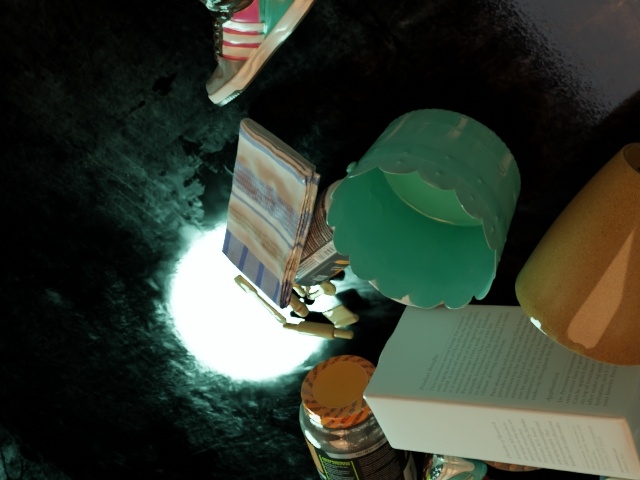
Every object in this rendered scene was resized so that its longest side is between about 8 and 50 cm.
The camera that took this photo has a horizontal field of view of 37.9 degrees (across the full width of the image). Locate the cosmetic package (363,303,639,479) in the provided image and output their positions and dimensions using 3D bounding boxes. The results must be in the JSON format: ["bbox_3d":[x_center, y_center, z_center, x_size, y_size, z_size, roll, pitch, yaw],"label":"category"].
[{"bbox_3d":[0.330,0.244,1.585,0.453,0.230,0.161,0,132,34],"label":"cosmetic package"}]

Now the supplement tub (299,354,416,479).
[{"bbox_3d":[0.077,0.410,1.944,0.207,0.207,0.338,8,136,27],"label":"supplement tub"}]

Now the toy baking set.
[{"bbox_3d":[-0.044,0.119,1.861,0.256,0.030,0.197,1,129,32],"label":"toy baking set"}]

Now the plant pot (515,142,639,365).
[{"bbox_3d":[0.424,0.000,1.295,0.237,0.237,0.254,22,126,12],"label":"plant pot"}]

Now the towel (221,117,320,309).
[{"bbox_3d":[-0.095,-0.045,1.590,0.209,0.034,0.285,41,131,36],"label":"towel"}]

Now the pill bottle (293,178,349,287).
[{"bbox_3d":[0.000,0.000,1.622,0.130,0.130,0.245,40,141,-10],"label":"pill bottle"}]

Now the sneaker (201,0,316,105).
[{"bbox_3d":[-0.135,-0.334,1.358,0.178,0.124,0.295,36,134,-13],"label":"sneaker"}]

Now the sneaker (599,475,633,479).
[{"bbox_3d":[0.662,0.525,1.748,0.321,0.127,0.126,29,140,2],"label":"sneaker"}]

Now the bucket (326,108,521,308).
[{"bbox_3d":[0.163,-0.051,1.418,0.281,0.183,0.281,18,139,17],"label":"bucket"}]

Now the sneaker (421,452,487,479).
[{"bbox_3d":[0.270,0.474,1.920,0.110,0.107,0.275,11,166,-1],"label":"sneaker"}]

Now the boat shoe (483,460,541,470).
[{"bbox_3d":[0.319,0.353,1.803,0.324,0.116,0.123,18,127,-13],"label":"boat shoe"}]

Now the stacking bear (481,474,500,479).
[{"bbox_3d":[0.422,0.607,1.970,0.289,0.164,0.175,25,105,-7],"label":"stacking bear"}]

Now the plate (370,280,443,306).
[{"bbox_3d":[0.155,0.045,1.652,0.188,0.024,0.188,18,139,17],"label":"plate"}]
